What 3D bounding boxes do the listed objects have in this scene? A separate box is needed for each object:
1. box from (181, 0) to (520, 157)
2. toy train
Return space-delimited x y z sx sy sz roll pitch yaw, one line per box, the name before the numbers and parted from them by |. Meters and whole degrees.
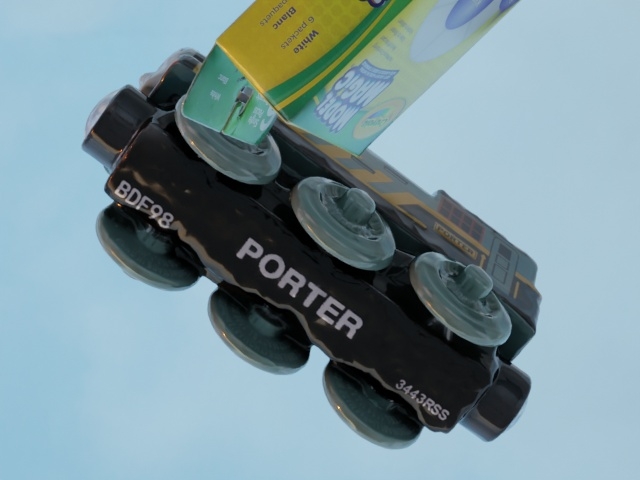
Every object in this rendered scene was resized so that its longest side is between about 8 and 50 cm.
box | 0.036 -0.091 0.597 0.179 0.105 0.043 -42 -102 9
toy train | 0.000 0.000 1.147 0.334 0.142 0.190 35 -155 -4
